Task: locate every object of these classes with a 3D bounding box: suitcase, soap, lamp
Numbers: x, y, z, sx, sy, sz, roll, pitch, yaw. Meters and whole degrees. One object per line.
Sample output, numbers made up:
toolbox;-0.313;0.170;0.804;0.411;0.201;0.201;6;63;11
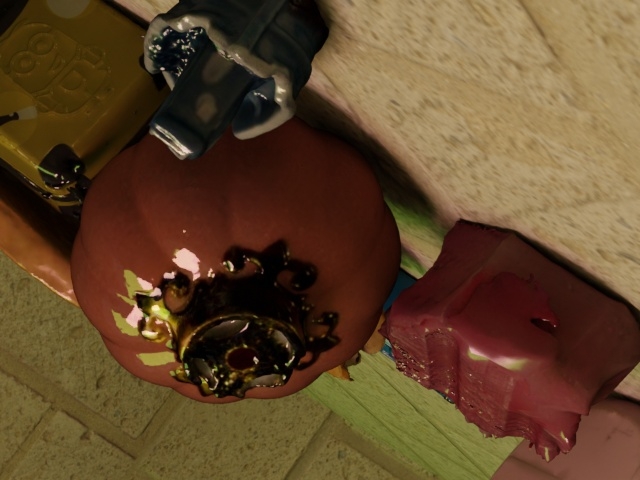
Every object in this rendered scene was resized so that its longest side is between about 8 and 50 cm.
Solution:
suitcase;-0.253;-0.141;1.563;0.235;0.194;0.143;36;164;20
soap;0.168;0.093;1.435;0.220;0.127;0.325;33;170;10
lamp;-0.076;0.028;1.417;0.305;0.305;0.239;42;-154;-32

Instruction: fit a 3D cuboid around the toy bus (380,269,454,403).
toy bus;0.106;0.101;1.810;0.185;0.090;0.106;35;167;12

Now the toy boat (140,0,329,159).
toy boat;-0.081;-0.126;1.197;0.129;0.142;0.309;38;170;-8

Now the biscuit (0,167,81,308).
biscuit;-0.285;-0.029;1.710;0.385;0.062;0.365;48;-165;33

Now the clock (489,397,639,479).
clock;0.361;0.351;1.659;0.376;0.250;0.368;47;166;-25

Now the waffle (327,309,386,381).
waffle;-0.061;-0.006;1.665;0.213;0.091;0.308;22;149;53
